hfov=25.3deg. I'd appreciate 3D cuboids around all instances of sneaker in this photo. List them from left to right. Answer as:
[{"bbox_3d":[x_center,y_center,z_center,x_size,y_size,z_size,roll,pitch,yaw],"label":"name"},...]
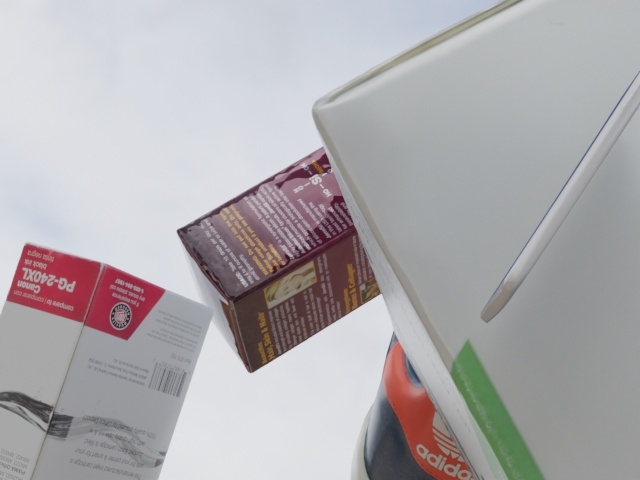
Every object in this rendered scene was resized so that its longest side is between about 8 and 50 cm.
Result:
[{"bbox_3d":[0.126,0.013,0.843,0.131,0.350,0.148,22,-41,1],"label":"sneaker"}]

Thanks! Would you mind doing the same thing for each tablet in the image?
[{"bbox_3d":[0.070,-0.016,0.391,0.006,0.083,0.054,33,-12,7],"label":"tablet"}]

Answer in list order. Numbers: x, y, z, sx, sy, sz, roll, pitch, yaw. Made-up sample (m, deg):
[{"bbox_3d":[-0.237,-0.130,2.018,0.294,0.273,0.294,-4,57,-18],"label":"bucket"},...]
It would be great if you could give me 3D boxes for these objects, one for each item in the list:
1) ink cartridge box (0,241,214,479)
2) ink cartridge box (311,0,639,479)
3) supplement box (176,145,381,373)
[{"bbox_3d":[-0.131,0.090,0.775,0.063,0.150,0.109,13,-9,31],"label":"ink cartridge box"},{"bbox_3d":[0.112,0.058,0.556,0.122,0.211,0.289,-28,-20,-1],"label":"ink cartridge box"},{"bbox_3d":[0.000,0.000,1.052,0.081,0.188,0.104,51,-16,31],"label":"supplement box"}]
